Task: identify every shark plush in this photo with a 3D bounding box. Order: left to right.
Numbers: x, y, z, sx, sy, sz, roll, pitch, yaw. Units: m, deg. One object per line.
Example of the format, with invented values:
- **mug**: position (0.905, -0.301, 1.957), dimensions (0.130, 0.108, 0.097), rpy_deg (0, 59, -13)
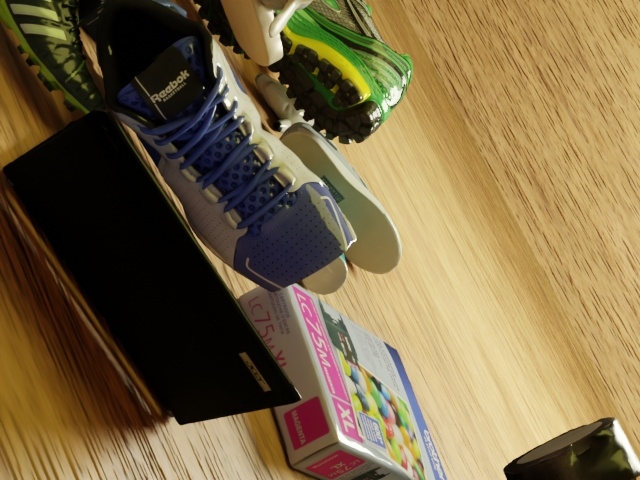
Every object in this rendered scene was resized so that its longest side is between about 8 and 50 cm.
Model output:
- **shark plush**: position (-0.029, -0.172, 1.691), dimensions (0.067, 0.073, 0.161), rpy_deg (34, 5, 32)

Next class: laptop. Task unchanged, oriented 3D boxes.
- **laptop**: position (-0.112, 0.004, 0.951), dimensions (0.234, 0.137, 0.264), rpy_deg (58, 16, -10)

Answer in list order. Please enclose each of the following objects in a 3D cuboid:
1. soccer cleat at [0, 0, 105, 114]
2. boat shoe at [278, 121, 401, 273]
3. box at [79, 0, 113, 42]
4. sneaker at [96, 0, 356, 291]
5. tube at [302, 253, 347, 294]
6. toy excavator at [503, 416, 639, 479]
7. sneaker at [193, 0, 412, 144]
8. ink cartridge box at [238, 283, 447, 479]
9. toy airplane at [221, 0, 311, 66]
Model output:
- **soccer cleat**: position (-0.220, -0.181, 1.032), dimensions (0.179, 0.072, 0.060), rpy_deg (55, -6, -6)
- **boat shoe**: position (0.030, -0.060, 1.617), dimensions (0.227, 0.079, 0.081), rpy_deg (52, 22, -17)
- **box**: position (-0.192, -0.214, 1.249), dimensions (0.083, 0.052, 0.062), rpy_deg (49, 20, -36)
- **sneaker**: position (-0.107, -0.090, 1.111), dimensions (0.315, 0.127, 0.182), rpy_deg (53, 2, 1)
- **tube**: position (0.000, 0.000, 1.488), dimensions (0.207, 0.052, 0.080), rpy_deg (-97, 163, -69)
- **toy excavator**: position (0.176, 0.318, 1.186), dimensions (0.433, 0.445, 0.222), rpy_deg (-24, 83, -33)
- **sneaker**: position (-0.030, -0.278, 1.581), dimensions (0.343, 0.134, 0.146), rpy_deg (47, 53, -2)
- **ink cartridge box**: position (0.040, 0.168, 1.279), dimensions (0.311, 0.065, 0.185), rpy_deg (40, 25, -55)
- **toy airplane**: position (-0.116, -0.415, 1.346), dimensions (0.386, 0.272, 0.384), rpy_deg (93, -27, -74)
